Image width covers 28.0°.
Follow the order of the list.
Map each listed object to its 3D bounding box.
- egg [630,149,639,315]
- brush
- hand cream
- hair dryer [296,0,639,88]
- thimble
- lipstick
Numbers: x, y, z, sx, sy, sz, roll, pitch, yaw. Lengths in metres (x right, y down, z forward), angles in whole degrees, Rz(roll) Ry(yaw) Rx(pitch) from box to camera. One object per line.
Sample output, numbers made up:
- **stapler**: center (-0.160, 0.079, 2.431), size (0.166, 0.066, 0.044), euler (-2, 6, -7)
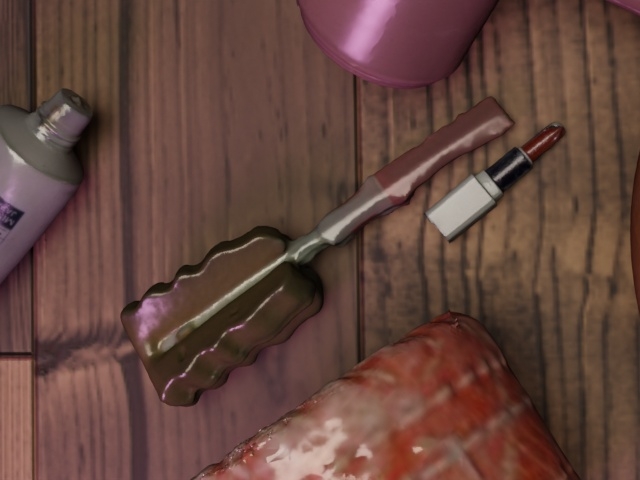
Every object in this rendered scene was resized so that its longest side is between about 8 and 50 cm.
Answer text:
- **egg**: center (0.311, 0.017, 0.638), size (0.301, 0.301, 0.374), euler (-11, 104, 16)
- **brush**: center (0.000, 0.000, 0.862), size (0.301, 0.071, 0.084), euler (-35, 76, 7)
- **hand cream**: center (-0.283, 0.017, 0.949), size (0.341, 0.078, 0.124), euler (-45, 78, 18)
- **hair dryer**: center (0.173, -0.152, 0.777), size (0.352, 0.125, 0.210), euler (26, 134, -4)
- **thimble**: center (0.030, 0.168, 0.759), size (0.239, 0.239, 0.162), euler (-37, 82, 12)
- **lipstick**: center (0.118, -0.041, 0.846), size (0.107, 0.025, 0.025), euler (-39, 80, 6)
